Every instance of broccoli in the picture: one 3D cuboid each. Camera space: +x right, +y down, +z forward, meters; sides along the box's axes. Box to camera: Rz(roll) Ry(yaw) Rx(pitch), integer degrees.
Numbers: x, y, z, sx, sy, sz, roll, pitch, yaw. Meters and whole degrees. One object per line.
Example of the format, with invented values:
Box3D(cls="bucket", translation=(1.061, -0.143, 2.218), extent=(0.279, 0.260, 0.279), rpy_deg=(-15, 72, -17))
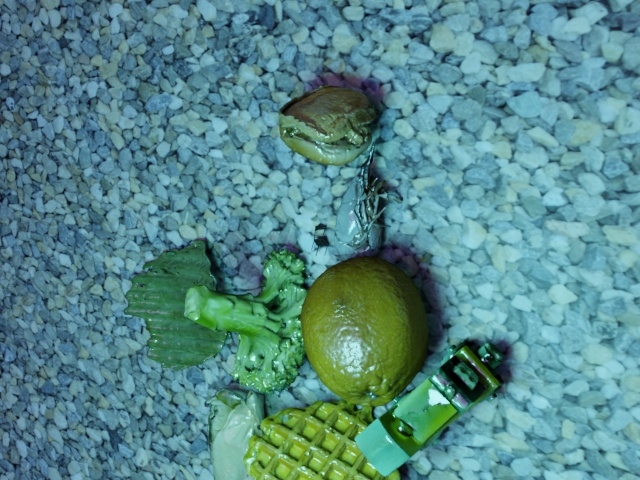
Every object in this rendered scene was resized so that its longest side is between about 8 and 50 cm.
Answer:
Box3D(cls="broccoli", translation=(-0.181, 0.247, 1.875), extent=(0.275, 0.397, 0.353), rpy_deg=(-28, 88, 31))

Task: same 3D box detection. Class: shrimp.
Box3D(cls="shrimp", translation=(0.121, -0.098, 1.823), extent=(0.145, 0.116, 0.342), rpy_deg=(20, 111, 27))

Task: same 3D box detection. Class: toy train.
Box3D(cls="toy train", translation=(0.268, 0.396, 1.700), extent=(0.160, 0.253, 0.397), rpy_deg=(50, 117, 16))

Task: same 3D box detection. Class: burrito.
Box3D(cls="burrito", translation=(-0.225, 0.585, 2.071), extent=(0.190, 0.135, 0.331), rpy_deg=(-6, 91, 31))

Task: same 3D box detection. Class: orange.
Box3D(cls="orange", translation=(0.108, 0.222, 1.728), extent=(0.322, 0.322, 0.356), rpy_deg=(-30, 50, 29))

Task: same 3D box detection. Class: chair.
Box3D(cls="chair", translation=(0.001, 0.000, 1.951), extent=(0.037, 0.042, 0.086), rpy_deg=(-7, 55, 30))

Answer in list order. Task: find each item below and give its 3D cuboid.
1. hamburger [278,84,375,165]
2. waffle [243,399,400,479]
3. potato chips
Box3D(cls="hamburger", translation=(0.014, -0.294, 1.791), extent=(0.243, 0.286, 0.146), rpy_deg=(-3, 127, -7))
Box3D(cls="waffle", translation=(0.002, 0.580, 1.807), extent=(0.095, 0.382, 0.379), rpy_deg=(88, 166, -50))
Box3D(cls="potato chips", translation=(-0.430, 0.204, 2.184), extent=(0.389, 0.097, 0.373), rpy_deg=(-27, 82, 31))
